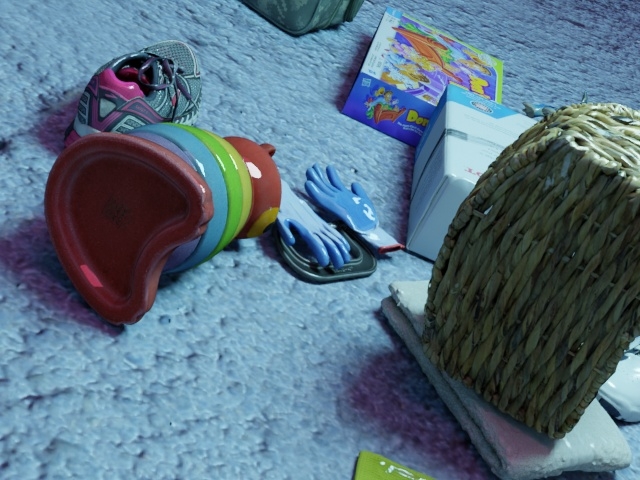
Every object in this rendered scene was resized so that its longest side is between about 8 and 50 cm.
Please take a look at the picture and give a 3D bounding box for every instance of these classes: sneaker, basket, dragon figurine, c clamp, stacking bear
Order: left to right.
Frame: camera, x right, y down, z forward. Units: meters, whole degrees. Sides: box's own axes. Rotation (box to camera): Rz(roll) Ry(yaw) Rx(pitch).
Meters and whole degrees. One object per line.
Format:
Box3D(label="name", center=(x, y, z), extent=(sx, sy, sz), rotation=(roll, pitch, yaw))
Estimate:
Box3D(label="sneaker", center=(-0.208, -0.187, 1.301), extent=(0.120, 0.112, 0.299), rotation=(25, 29, -3))
Box3D(label="stacking bear", center=(-0.136, -0.045, 1.107), extent=(0.164, 0.175, 0.289), rotation=(43, 23, 13))
Box3D(label="c clamp", center=(0.000, 0.000, 1.268), extent=(0.160, 0.022, 0.137), rotation=(-11, 52, -49))
Box3D(label="basket", center=(0.246, 0.005, 1.078), extent=(0.213, 0.299, 0.223), rotation=(31, 34, 10))
Box3D(label="dragon figurine", center=(0.397, -0.183, 1.686), extent=(0.144, 0.289, 0.085), rotation=(-11, 75, -1))
Box3D(label="sneaker", center=(0.418, 0.126, 1.263), extent=(0.234, 0.153, 0.094), rotation=(1, 37, -38))

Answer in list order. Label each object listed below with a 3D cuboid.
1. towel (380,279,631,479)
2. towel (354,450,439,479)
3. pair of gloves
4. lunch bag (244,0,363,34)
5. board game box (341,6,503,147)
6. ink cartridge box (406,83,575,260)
Box3D(label="towel", center=(0.197, 0.148, 1.164), extent=(0.187, 0.049, 0.282), rotation=(3, 39, -33))
Box3D(label="towel", center=(0.064, 0.271, 0.893), extent=(0.102, 0.021, 0.237), rotation=(25, 30, -4))
Box3D(label="pair of gloves", center=(0.009, -0.033, 1.278), extent=(0.198, 0.023, 0.159), rotation=(-11, 51, -50))
Box3D(label="lunch bag", center=(0.018, -0.528, 1.815), extent=(0.212, 0.305, 0.256), rotation=(37, 32, 15))
Box3D(label="board game box", center=(0.179, -0.256, 1.744), extent=(0.233, 0.078, 0.347), rotation=(25, 30, -3))
Box3D(label="ink cartridge box", center=(0.247, -0.067, 1.452), extent=(0.223, 0.129, 0.307), rotation=(24, 30, -6))
